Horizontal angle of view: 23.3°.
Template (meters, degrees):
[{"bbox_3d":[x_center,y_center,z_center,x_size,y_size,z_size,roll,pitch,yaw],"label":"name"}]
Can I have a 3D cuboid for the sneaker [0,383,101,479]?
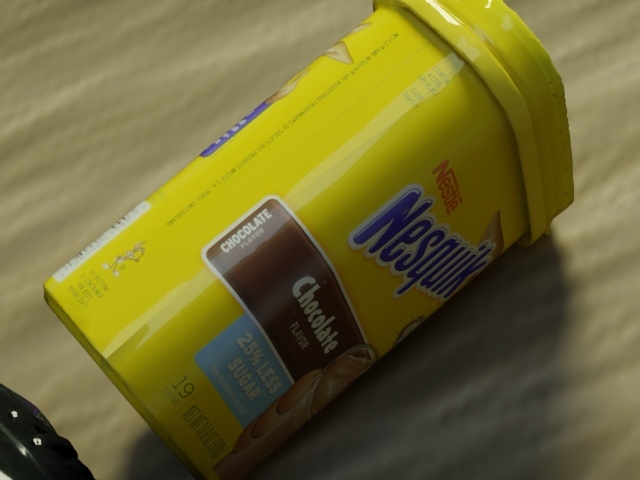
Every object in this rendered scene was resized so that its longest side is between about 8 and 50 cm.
[{"bbox_3d":[-0.103,0.095,0.517,0.283,0.107,0.124,1,57,11],"label":"sneaker"}]

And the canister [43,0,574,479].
[{"bbox_3d":[0.000,0.000,0.533,0.170,0.126,0.073,-40,63,-8],"label":"canister"}]
